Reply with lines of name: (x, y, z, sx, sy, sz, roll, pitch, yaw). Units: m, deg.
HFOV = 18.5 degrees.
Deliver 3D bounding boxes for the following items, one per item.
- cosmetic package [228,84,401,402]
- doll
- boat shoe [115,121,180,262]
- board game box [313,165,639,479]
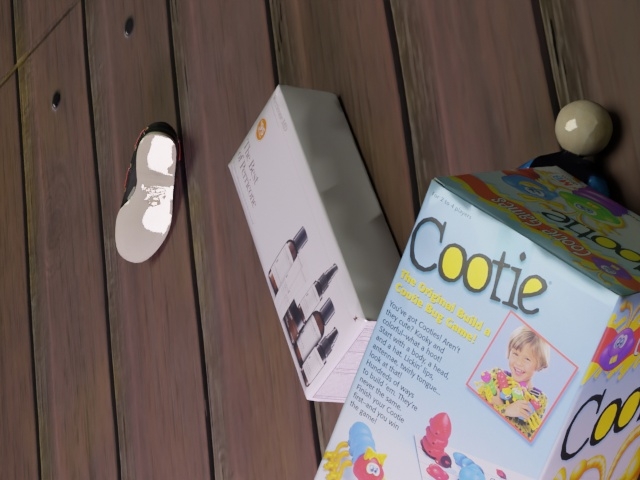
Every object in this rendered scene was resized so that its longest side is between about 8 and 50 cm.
cosmetic package: (0.000, 0.000, 1.505, 0.099, 0.060, 0.239, -54, 42, 36)
doll: (0.146, -0.002, 1.286, 0.129, 0.046, 0.189, 36, 114, 54)
boat shoe: (-0.154, -0.043, 1.780, 0.042, 0.049, 0.133, -86, 9, -67)
board game box: (0.110, 0.111, 1.193, 0.144, 0.142, 0.275, 34, 115, 31)
